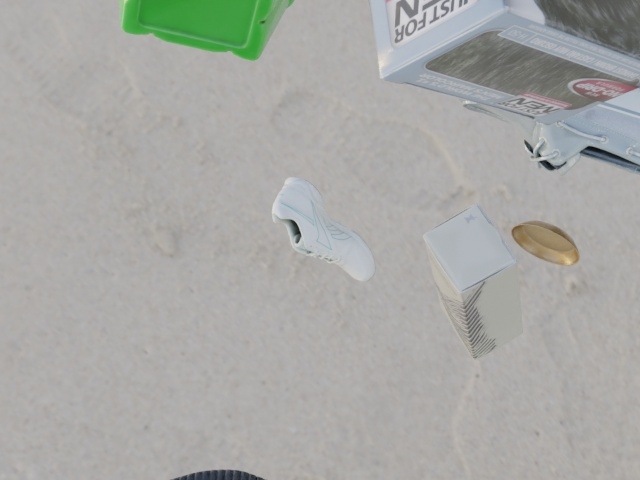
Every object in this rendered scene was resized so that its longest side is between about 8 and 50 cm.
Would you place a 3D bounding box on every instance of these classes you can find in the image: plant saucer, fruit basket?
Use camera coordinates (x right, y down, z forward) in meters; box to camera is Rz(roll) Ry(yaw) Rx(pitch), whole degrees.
[{"bbox_3d":[0.257,0.000,1.319,0.083,0.083,0.015,15,67,36],"label":"plant saucer"},{"bbox_3d":[-0.126,-0.451,1.350,0.282,0.392,0.392,11,57,-8],"label":"fruit basket"}]

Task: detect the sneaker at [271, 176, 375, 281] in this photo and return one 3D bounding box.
[{"bbox_3d":[0.000,0.000,1.322,0.053,0.152,0.061,-22,28,52],"label":"sneaker"}]

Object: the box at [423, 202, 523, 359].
[{"bbox_3d":[0.226,0.066,1.688,0.094,0.275,0.113,-29,61,-2],"label":"box"}]

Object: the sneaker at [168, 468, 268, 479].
[{"bbox_3d":[-0.155,0.347,1.385,0.330,0.146,0.123,-1,64,14],"label":"sneaker"}]

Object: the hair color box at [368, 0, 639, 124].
[{"bbox_3d":[0.116,-0.285,0.816,0.113,0.185,0.375,-22,68,44],"label":"hair color box"}]

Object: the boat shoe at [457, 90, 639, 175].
[{"bbox_3d":[0.223,-0.097,1.027,0.227,0.079,0.081,13,87,3],"label":"boat shoe"}]
